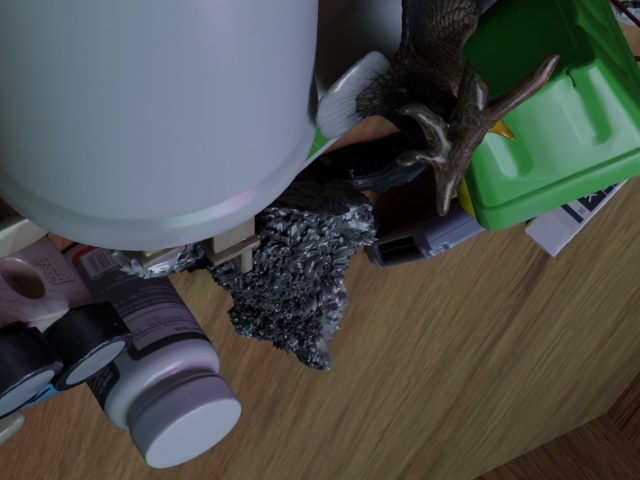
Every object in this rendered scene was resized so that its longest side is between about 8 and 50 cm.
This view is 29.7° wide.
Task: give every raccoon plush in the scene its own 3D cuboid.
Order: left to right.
[{"bbox_3d":[-0.123,0.054,1.550,0.446,0.216,0.299,-10,126,-40],"label":"raccoon plush"}]

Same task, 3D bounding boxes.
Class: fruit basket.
[{"bbox_3d":[0.266,-0.169,1.531,0.283,0.392,0.392,-23,157,15],"label":"fruit basket"}]

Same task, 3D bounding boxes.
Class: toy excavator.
[{"bbox_3d":[-0.429,0.158,1.426,0.445,0.222,0.433,-42,170,21],"label":"toy excavator"}]

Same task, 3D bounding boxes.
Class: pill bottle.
[{"bbox_3d":[-0.230,0.140,1.547,0.161,0.283,0.161,-28,152,-16],"label":"pill bottle"}]

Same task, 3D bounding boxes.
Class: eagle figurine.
[{"bbox_3d":[0.107,-0.168,1.202,0.226,0.298,0.225,-20,132,7],"label":"eagle figurine"}]

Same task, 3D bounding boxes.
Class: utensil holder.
[{"bbox_3d":[-0.154,-0.232,1.004,0.328,0.327,0.385,-26,151,-21],"label":"utensil holder"}]

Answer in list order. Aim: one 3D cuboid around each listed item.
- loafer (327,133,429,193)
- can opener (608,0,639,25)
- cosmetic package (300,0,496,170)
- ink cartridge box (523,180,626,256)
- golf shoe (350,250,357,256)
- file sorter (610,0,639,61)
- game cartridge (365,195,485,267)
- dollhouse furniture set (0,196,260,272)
[{"bbox_3d":[0.083,-0.100,1.775,0.223,0.076,0.078,-20,141,-38],"label":"loafer"},{"bbox_3d":[0.471,-0.414,1.774,0.280,0.074,0.093,72,38,-64],"label":"can opener"},{"bbox_3d":[0.014,-0.255,1.359,0.365,0.155,0.197,-40,150,7],"label":"cosmetic package"},{"bbox_3d":[0.415,-0.125,1.655,0.332,0.065,0.165,-49,175,16],"label":"ink cartridge box"},{"bbox_3d":[0.000,0.000,1.845,0.086,0.067,0.186,-34,154,-3],"label":"golf shoe"},{"bbox_3d":[0.331,-0.217,1.752,0.182,0.202,0.290,-8,141,-47],"label":"file sorter"},{"bbox_3d":[0.200,-0.027,1.924,0.196,0.060,0.294,-24,-178,-17],"label":"game cartridge"},{"bbox_3d":[-0.286,-0.018,1.207,0.355,0.303,0.174,-27,153,-18],"label":"dollhouse furniture set"}]
